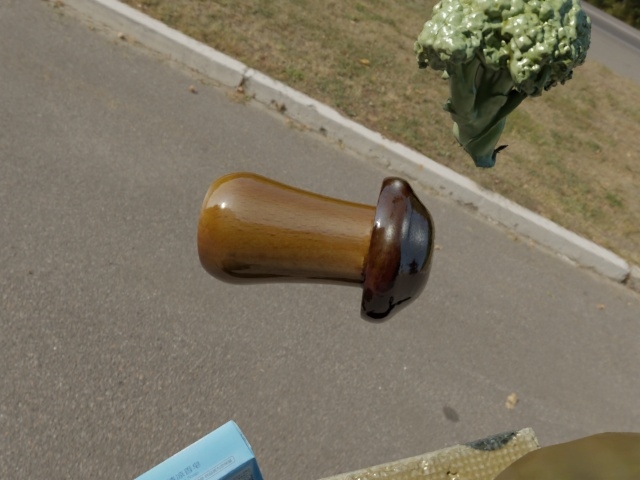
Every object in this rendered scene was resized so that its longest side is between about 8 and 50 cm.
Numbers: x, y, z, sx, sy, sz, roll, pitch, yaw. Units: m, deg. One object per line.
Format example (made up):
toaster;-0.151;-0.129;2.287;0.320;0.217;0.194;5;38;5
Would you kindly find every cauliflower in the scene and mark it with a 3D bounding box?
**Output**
cauliflower;0.261;-0.295;0.814;0.326;0.281;0.261;-15;65;-40

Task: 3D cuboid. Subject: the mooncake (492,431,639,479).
mooncake;0.178;0.252;0.222;0.290;0.290;0.161;38;13;14

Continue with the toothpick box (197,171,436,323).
toothpick box;0.000;0.000;0.673;0.294;0.192;0.192;8;36;7

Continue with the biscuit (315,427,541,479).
biscuit;0.163;0.416;0.814;0.425;0.078;0.144;-13;67;-4

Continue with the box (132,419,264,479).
box;-0.195;0.384;0.731;0.232;0.143;0.083;-28;40;-23
